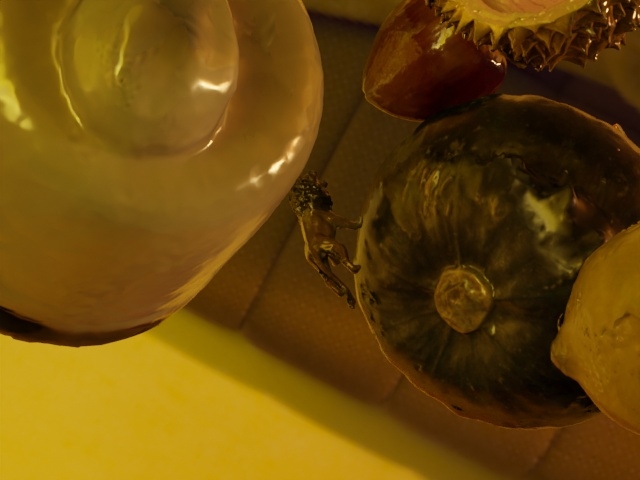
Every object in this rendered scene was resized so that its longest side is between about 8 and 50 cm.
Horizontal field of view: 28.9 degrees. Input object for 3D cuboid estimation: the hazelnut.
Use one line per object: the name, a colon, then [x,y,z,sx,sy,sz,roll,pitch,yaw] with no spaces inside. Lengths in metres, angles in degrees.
hazelnut: [0.154,-0.253,1.757,0.208,0.208,0.208,26,167,6]

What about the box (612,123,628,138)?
box: [0.445,-0.006,2.027,0.265,0.273,0.048,58,-160,13]

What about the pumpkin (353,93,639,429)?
pumpkin: [0.264,0.030,1.646,0.454,0.454,0.344,22,-151,24]

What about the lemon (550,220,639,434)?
lemon: [0.400,0.091,1.329,0.310,0.258,0.258,-10,156,12]

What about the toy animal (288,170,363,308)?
toy animal: [0.015,0.006,1.570,0.086,0.069,0.220,16,-143,-35]

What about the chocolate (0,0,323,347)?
chocolate: [-0.155,-0.122,0.909,0.326,0.314,0.297,61,141,18]

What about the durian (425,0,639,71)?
durian: [0.280,-0.270,1.317,0.185,0.305,0.195,43,169,38]
